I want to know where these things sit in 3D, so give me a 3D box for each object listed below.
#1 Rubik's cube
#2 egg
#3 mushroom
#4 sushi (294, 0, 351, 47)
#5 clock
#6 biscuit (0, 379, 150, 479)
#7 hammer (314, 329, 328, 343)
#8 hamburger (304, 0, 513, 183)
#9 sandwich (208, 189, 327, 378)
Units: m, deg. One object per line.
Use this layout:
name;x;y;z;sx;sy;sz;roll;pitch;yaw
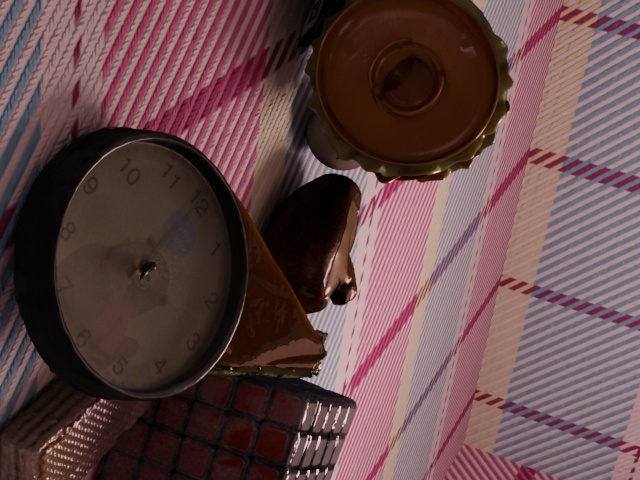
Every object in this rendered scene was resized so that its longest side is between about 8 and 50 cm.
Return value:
Rubik's cube;-0.117;0.271;1.563;0.238;0.237;0.237;-71;161;-1
egg;0.032;-0.155;1.815;0.135;0.103;0.103;41;68;-72
mushroom;-0.015;-0.001;1.808;0.231;0.138;0.194;-57;146;-69
sushi;0.036;-0.402;1.657;0.292;0.059;0.294;-65;173;12
clock;-0.180;0.024;1.237;0.280;0.055;0.280;-1;91;-50
biscuit;-0.264;0.197;1.342;0.239;0.062;0.108;-45;150;-53
hammer;-0.066;0.129;1.773;0.226;0.159;0.041;77;35;-81
hamburger;0.120;-0.209;1.661;0.212;0.274;0.274;3;104;-83
sandwich;-0.099;0.049;1.409;0.245;0.063;0.212;7;78;-36
